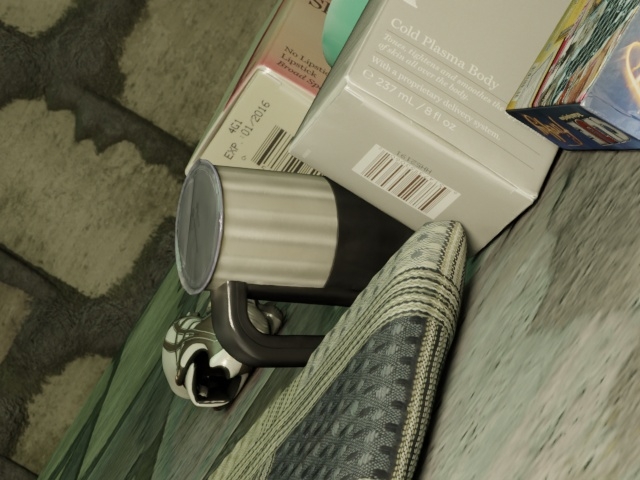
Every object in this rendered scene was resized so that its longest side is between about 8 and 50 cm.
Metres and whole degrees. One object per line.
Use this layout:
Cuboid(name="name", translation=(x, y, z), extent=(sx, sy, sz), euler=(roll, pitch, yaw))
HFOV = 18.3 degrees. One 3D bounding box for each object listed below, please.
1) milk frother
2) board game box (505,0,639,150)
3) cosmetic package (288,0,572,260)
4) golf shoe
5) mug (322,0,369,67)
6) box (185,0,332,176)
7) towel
Cuboid(name="milk frother", translation=(0.000, 0.000, 1.194), extent=(0.143, 0.134, 0.129), euler=(125, 142, -51))
Cuboid(name="board game box", translation=(0.184, -0.156, 0.953), extent=(0.243, 0.042, 0.165), euler=(-59, 6, -1))
Cuboid(name="cosmetic package", translation=(0.092, -0.123, 1.123), extent=(0.238, 0.127, 0.107), euler=(-64, 8, -28))
Cuboid(name="golf shoe", translation=(-0.103, 0.108, 1.723), extent=(0.094, 0.077, 0.198), euler=(-63, 7, -32))
Cuboid(name="mug", translation=(0.073, -0.144, 1.316), extent=(0.157, 0.097, 0.129), euler=(-6, -53, -62))
Cuboid(name="box", translation=(0.012, -0.113, 1.556), extent=(0.127, 0.148, 0.232), euler=(-53, 9, 36))
Cuboid(name="towel", translation=(-0.032, 0.180, 1.043), extent=(0.324, 0.056, 0.312), euler=(-51, 12, 35))
